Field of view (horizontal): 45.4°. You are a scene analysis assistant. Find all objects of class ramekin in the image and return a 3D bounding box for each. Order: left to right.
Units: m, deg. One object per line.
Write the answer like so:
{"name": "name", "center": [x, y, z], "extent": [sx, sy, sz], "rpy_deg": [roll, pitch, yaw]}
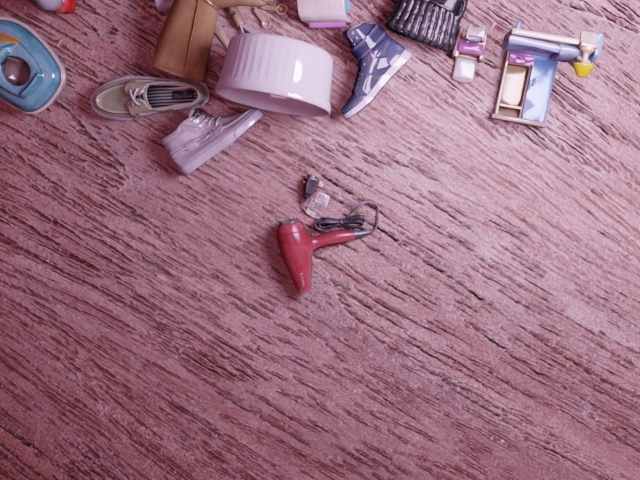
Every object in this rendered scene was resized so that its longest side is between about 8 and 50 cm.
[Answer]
{"name": "ramekin", "center": [-0.101, -0.386, 1.790], "extent": [0.277, 0.277, 0.135], "rpy_deg": [10, 90, 2]}

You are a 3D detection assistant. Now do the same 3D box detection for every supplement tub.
{"name": "supplement tub", "center": [-0.347, -0.600, 1.871], "extent": [0.107, 0.071, 0.071], "rpy_deg": [-6, 97, 4]}

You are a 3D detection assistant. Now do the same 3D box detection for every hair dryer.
{"name": "hair dryer", "center": [0.000, 0.000, 1.928], "extent": [0.223, 0.080, 0.294], "rpy_deg": [28, 99, -1]}

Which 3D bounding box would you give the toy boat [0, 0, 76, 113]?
{"name": "toy boat", "center": [-0.720, -0.487, 1.872], "extent": [0.267, 0.148, 0.318], "rpy_deg": [39, 99, -2]}

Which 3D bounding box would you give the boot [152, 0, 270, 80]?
{"name": "boot", "center": [-0.260, -0.511, 1.838], "extent": [0.236, 0.089, 0.270], "rpy_deg": [22, 117, 0]}

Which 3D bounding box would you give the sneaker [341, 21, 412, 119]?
{"name": "sneaker", "center": [0.089, -0.420, 1.852], "extent": [0.163, 0.086, 0.226], "rpy_deg": [41, 89, -13]}

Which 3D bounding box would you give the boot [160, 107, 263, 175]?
{"name": "boot", "center": [-0.276, -0.279, 1.897], "extent": [0.258, 0.095, 0.123], "rpy_deg": [-35, 101, 9]}

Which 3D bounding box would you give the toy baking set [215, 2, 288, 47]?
{"name": "toy baking set", "center": [-0.195, -0.558, 1.887], "extent": [0.196, 0.030, 0.256], "rpy_deg": [29, 99, -1]}

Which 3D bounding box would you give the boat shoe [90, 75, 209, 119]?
{"name": "boat shoe", "center": [-0.430, -0.362, 1.897], "extent": [0.302, 0.094, 0.109], "rpy_deg": [-6, 97, 4]}

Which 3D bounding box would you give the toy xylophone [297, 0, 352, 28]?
{"name": "toy xylophone", "center": [-0.020, -0.661, 1.798], "extent": [0.236, 0.081, 0.323], "rpy_deg": [12, 114, 13]}

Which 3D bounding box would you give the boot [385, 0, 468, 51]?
{"name": "boot", "center": [0.203, -0.624, 1.805], "extent": [0.347, 0.131, 0.260], "rpy_deg": [31, 113, 13]}

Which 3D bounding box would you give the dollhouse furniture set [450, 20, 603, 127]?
{"name": "dollhouse furniture set", "center": [0.445, -0.376, 1.734], "extent": [0.286, 0.303, 0.198], "rpy_deg": [10, 98, 2]}
